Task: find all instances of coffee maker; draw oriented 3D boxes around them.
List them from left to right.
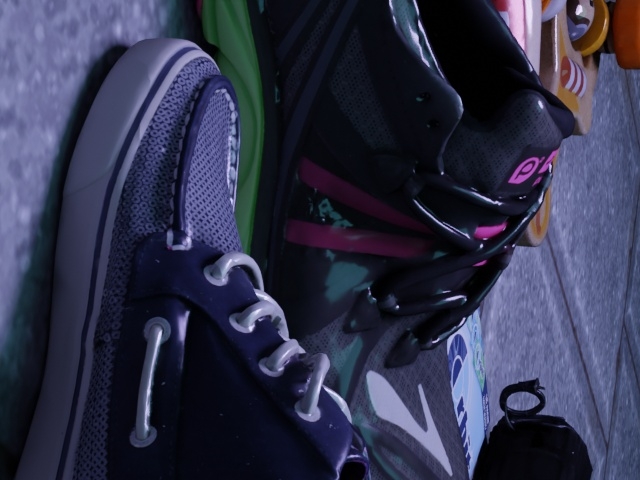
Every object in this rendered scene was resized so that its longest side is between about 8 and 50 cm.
[{"bbox_3d":[0.187,0.259,1.632,0.171,0.120,0.178,55,33,-24],"label":"coffee maker"}]

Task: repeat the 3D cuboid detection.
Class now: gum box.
[{"bbox_3d":[0.099,0.140,1.438,0.184,0.041,0.157,-61,147,-56],"label":"gum box"}]

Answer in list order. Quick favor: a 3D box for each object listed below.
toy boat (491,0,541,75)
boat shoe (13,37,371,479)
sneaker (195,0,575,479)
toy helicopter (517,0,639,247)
[{"bbox_3d":[0.058,-0.122,1.190,0.151,0.151,0.231,0,92,-42],"label":"toy boat"},{"bbox_3d":[-0.044,0.060,0.823,0.127,0.158,0.341,52,44,-63],"label":"boat shoe"},{"bbox_3d":[0.048,-0.023,1.019,0.185,0.202,0.483,-49,137,-61],"label":"sneaker"},{"bbox_3d":[0.215,-0.158,1.616,0.235,0.140,0.355,63,36,-51],"label":"toy helicopter"}]
